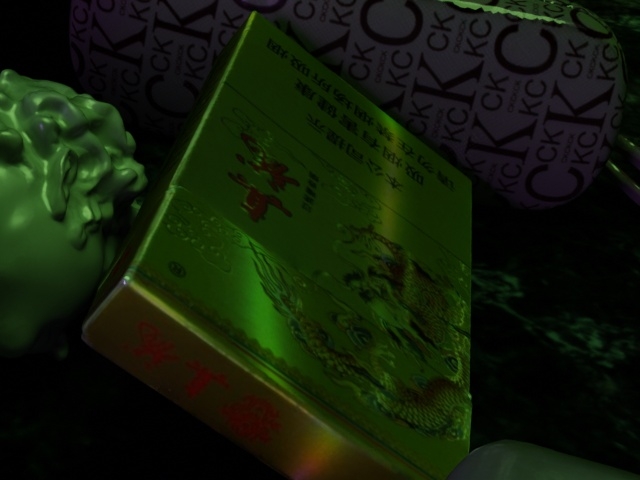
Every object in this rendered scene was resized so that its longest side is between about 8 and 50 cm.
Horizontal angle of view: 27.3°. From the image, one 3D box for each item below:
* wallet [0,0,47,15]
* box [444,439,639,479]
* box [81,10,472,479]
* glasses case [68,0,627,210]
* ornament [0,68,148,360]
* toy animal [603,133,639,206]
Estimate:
[{"bbox_3d":[-0.178,-0.207,0.881,0.251,0.054,0.290,-26,11,33],"label":"wallet"},{"bbox_3d":[0.074,0.169,0.370,0.148,0.129,0.210,17,30,8],"label":"box"},{"bbox_3d":[0.000,0.000,0.657,0.173,0.043,0.311,37,27,-12],"label":"box"},{"bbox_3d":[0.015,-0.112,0.835,0.355,0.137,0.085,12,28,4],"label":"glasses case"},{"bbox_3d":[-0.171,0.017,0.558,0.120,0.130,0.285,-1,23,21],"label":"ornament"},{"bbox_3d":[0.331,-0.030,0.817,0.284,0.225,0.302,-13,45,-4],"label":"toy animal"}]
